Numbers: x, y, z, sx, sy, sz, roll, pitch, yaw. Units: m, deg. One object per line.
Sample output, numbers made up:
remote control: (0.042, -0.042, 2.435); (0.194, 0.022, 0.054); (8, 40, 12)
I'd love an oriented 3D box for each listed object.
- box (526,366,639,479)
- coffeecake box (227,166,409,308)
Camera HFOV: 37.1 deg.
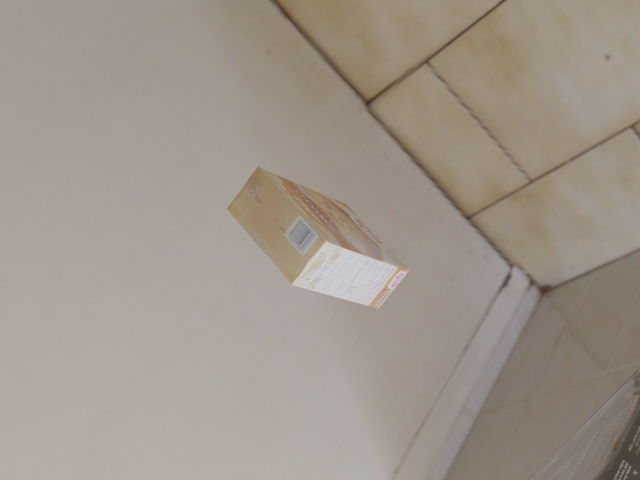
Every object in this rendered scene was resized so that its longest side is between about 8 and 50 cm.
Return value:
box: (0.157, 0.204, 0.620); (0.076, 0.307, 0.242); (43, 116, 14)
coffeecake box: (0.000, 0.000, 1.142); (0.068, 0.185, 0.142); (-52, 56, 13)
